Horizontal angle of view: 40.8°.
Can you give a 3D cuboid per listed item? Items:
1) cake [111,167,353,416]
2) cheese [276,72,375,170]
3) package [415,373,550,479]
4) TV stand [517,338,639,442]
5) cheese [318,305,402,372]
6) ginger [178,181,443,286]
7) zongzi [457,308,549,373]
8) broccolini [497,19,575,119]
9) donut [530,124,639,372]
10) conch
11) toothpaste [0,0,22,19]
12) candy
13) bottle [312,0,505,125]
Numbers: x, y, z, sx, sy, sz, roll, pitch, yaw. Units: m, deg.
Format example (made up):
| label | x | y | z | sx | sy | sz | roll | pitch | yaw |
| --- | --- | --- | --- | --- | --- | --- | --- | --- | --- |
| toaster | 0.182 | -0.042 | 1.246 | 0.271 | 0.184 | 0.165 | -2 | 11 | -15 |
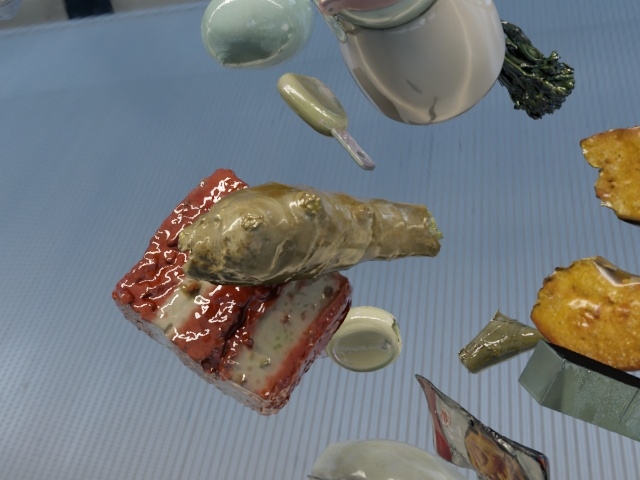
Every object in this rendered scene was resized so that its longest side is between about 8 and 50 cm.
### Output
| label | x | y | z | sx | sy | sz | roll | pitch | yaw |
| --- | --- | --- | --- | --- | --- | --- | --- | --- | --- |
| cake | -0.128 | 0.093 | 1.382 | 0.319 | 0.270 | 0.269 | 36 | 75 | 4 |
| cheese | 0.016 | -0.164 | 1.208 | 0.097 | 0.037 | 0.192 | -1 | 46 | -49 |
| package | 0.206 | 0.273 | 1.089 | 0.030 | 0.154 | 0.239 | -24 | 29 | -19 |
| TV stand | 0.442 | 0.240 | 1.303 | 0.270 | 0.082 | 0.088 | 21 | 12 | -17 |
| cheese | 0.044 | 0.202 | 1.676 | 0.227 | 0.137 | 0.064 | -13 | 21 | 16 |
| ginger | -0.014 | 0.015 | 1.182 | 0.236 | 0.375 | 0.166 | -43 | 46 | 33 |
| zongzi | 0.399 | 0.240 | 1.862 | 0.160 | 0.078 | 0.176 | -46 | 28 | -10 |
| broccolini | 0.212 | -0.216 | 1.012 | 0.091 | 0.203 | 0.068 | -28 | 36 | 58 |
| donut | 0.588 | 0.031 | 1.494 | 0.378 | 0.435 | 0.163 | 33 | 24 | 35 |
| conch | -0.096 | -0.349 | 1.443 | 0.221 | 0.185 | 0.121 | -11 | 76 | -36 |
| toothpaste | -0.235 | -0.190 | 0.565 | 0.069 | 0.099 | 0.282 | -14 | 21 | -24 |
| candy | 0.161 | 0.524 | 1.789 | 0.427 | 0.386 | 0.186 | -15 | 41 | 59 |
| bottle | 0.070 | -0.213 | 0.750 | 0.148 | 0.236 | 0.147 | -8 | 67 | 20 |
